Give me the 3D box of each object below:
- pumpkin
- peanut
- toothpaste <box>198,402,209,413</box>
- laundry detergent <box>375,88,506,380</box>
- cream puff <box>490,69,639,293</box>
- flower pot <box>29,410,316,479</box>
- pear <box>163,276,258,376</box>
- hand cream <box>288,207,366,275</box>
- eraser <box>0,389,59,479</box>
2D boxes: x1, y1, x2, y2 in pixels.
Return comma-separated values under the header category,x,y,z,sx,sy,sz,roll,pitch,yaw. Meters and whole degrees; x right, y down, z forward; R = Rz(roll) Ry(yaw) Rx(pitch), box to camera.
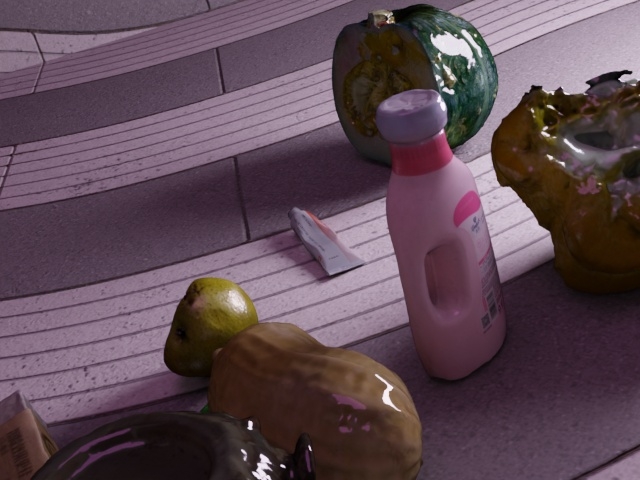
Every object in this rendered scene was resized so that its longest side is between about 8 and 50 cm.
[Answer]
category,x,y,z,sx,sy,sz,roll,pitch,yaw
pumpkin,0.174,-0.279,1.930,0.196,0.264,0.293,-26,27,-31
peanut,-0.018,0.178,1.234,0.340,0.158,0.174,20,48,42
toothpaste,-0.098,0.190,1.403,0.078,0.047,0.248,1,29,31
laundry detergent,0.136,-0.008,1.317,0.087,0.335,0.159,5,33,37
cream puff,0.384,-0.068,1.454,0.323,0.270,0.274,-8,-7,16
flower pot,-0.124,0.293,1.016,0.301,0.213,0.302,-14,26,7
pear,-0.135,0.120,1.483,0.104,0.141,0.141,20,37,13
hand cream,0.001,-0.002,1.743,0.052,0.038,0.216,-43,34,1
eraser,-0.352,0.297,1.283,0.144,0.078,0.343,-33,28,-9
